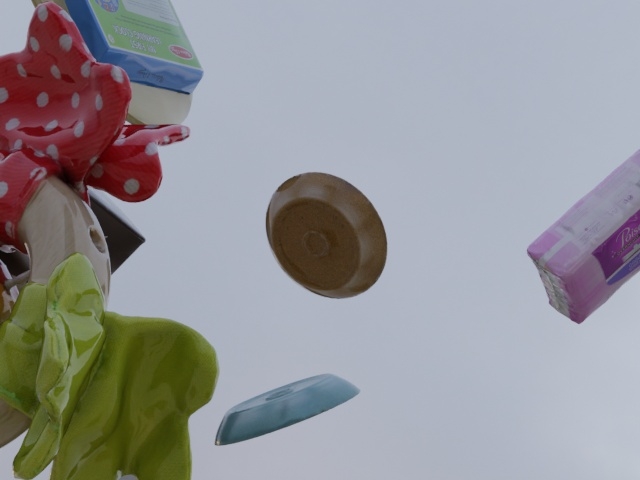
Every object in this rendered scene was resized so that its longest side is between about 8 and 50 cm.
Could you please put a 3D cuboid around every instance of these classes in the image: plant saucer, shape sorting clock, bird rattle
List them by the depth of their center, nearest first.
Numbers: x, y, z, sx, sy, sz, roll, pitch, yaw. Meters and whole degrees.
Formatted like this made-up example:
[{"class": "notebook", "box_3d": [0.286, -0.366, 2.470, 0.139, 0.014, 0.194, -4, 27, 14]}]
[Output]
[{"class": "bird rattle", "box_3d": [-0.163, 0.016, 0.789, 0.207, 0.253, 0.143, -24, -29, 10]}, {"class": "plant saucer", "box_3d": [0.000, 0.000, 0.984, 0.083, 0.015, 0.083, 12, -63, 24]}, {"class": "shape sorting clock", "box_3d": [-0.151, -0.167, 1.124, 0.040, 0.206, 0.206, -29, -36, 19]}, {"class": "plant saucer", "box_3d": [-0.029, 0.126, 1.250, 0.119, 0.021, 0.119, -20, 2, 1]}]

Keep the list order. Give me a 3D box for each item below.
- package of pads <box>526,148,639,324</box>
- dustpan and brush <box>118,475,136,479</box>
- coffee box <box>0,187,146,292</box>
[{"class": "package of pads", "box_3d": [0.144, -0.002, 0.811, 0.032, 0.083, 0.050, 43, -10, 37]}, {"class": "dustpan and brush", "box_3d": [-0.177, 0.162, 1.461, 0.060, 0.147, 0.211, -5, 34, -44]}, {"class": "coffee box", "box_3d": [-0.327, 0.038, 1.458, 0.119, 0.297, 0.168, 45, 2, 40]}]
